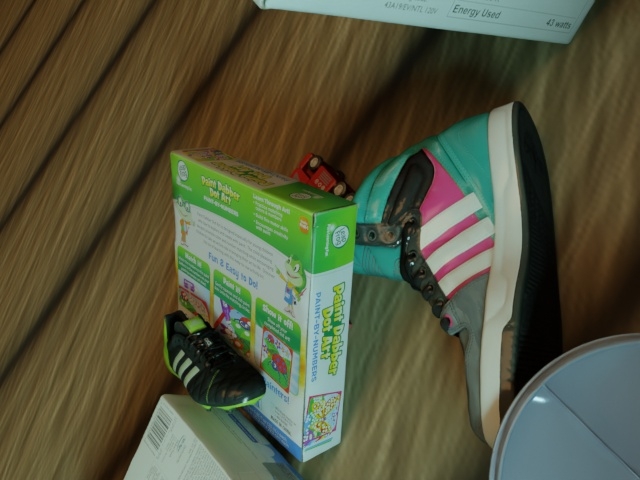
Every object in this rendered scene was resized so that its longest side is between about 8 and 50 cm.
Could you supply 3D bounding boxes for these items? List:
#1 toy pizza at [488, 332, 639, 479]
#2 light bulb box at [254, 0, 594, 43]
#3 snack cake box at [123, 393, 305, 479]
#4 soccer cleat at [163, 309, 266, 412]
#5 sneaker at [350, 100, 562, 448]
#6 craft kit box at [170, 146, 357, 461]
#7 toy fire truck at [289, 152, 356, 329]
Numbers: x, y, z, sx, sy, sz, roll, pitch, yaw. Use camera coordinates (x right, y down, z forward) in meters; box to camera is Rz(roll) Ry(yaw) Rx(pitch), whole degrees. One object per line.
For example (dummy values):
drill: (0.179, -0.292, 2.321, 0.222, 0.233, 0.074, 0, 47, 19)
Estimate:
toy pizza: (0.208, 0.159, 0.393, 0.201, 0.032, 0.201, -2, 80, 10)
light bulb box: (0.109, -0.374, 0.480, 0.225, 0.358, 0.361, 55, 137, 35)
snack cake box: (-0.135, 0.301, 0.602, 0.152, 0.089, 0.264, 31, 98, 43)
soccer cleat: (-0.114, 0.115, 0.624, 0.179, 0.060, 0.072, 11, 114, 53)
sneaker: (0.097, 0.028, 0.541, 0.178, 0.124, 0.295, -12, 56, 34)
craft kit box: (-0.070, 0.050, 0.640, 0.250, 0.061, 0.246, 26, 123, 45)
toy fire truck: (0.000, 0.000, 0.699, 0.135, 0.047, 0.192, -50, 44, 11)
